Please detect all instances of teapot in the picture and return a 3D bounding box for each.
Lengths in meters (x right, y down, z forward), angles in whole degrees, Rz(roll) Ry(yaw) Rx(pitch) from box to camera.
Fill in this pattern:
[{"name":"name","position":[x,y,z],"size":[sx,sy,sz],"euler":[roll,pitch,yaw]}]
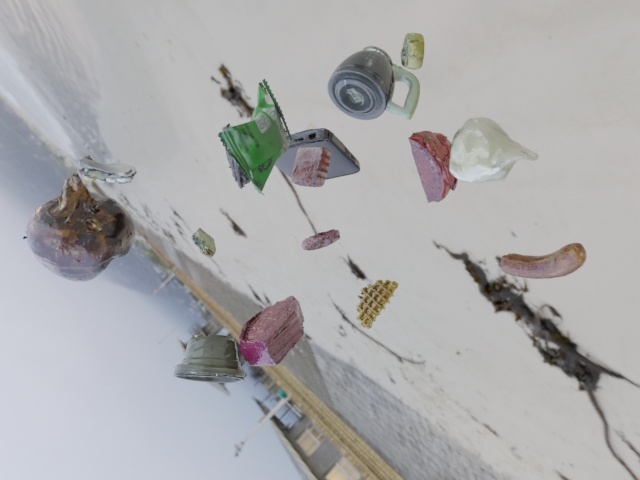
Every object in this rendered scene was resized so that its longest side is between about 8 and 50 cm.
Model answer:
[{"name":"teapot","position":[0.212,-0.612,2.013],"size":[0.322,0.239,0.239],"euler":[13,151,28]}]

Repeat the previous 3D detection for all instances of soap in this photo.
[{"name":"soap","position":[-0.148,0.295,1.761],"size":[0.182,0.289,0.112],"euler":[-5,112,36]}]

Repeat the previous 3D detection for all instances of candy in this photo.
[{"name":"candy","position":[-0.102,-0.191,0.988],"size":[0.078,0.203,0.141],"euler":[5,134,16]}]

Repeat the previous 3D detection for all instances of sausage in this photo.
[{"name":"sausage","position":[0.691,0.071,1.638],"size":[0.103,0.076,0.302],"euler":[48,155,-13]}]

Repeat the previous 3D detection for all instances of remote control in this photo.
[{"name":"remote control","position":[-0.252,-0.267,1.606],"size":[0.398,0.062,0.144],"euler":[-124,24,-65]}]

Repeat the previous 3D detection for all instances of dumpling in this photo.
[{"name":"dumpling","position":[0.511,-0.270,1.553],"size":[0.243,0.318,0.187],"euler":[6,115,39]}]

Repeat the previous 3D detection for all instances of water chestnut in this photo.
[{"name":"water chestnut","position":[-0.767,-0.050,1.714],"size":[0.335,0.335,0.346],"euler":[37,125,31]}]

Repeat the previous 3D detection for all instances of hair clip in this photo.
[{"name":"hair clip","position":[-0.568,-0.190,1.435],"size":[0.172,0.116,0.049],"euler":[11,121,8]}]

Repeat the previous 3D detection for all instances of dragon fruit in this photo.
[{"name":"dragon fruit","position":[0.508,-0.317,2.143],"size":[0.152,0.205,0.316],"euler":[19,140,54]}]

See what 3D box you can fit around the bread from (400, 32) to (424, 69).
[{"name":"bread","position":[0.309,-0.642,1.804],"size":[0.156,0.064,0.117],"euler":[-96,10,-73]}]

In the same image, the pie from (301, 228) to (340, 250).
[{"name":"pie","position":[0.000,0.000,1.871],"size":[0.154,0.155,0.036],"euler":[109,142,-76]}]

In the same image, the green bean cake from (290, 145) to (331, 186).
[{"name":"green bean cake","position":[-0.030,-0.247,1.780],"size":[0.056,0.135,0.135],"euler":[16,176,-42]}]

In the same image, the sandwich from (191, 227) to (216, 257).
[{"name":"sandwich","position":[-0.400,0.009,1.825],"size":[0.093,0.036,0.104],"euler":[40,-164,-43]}]

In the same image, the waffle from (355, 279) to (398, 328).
[{"name":"waffle","position":[0.205,0.234,1.955],"size":[0.161,0.191,0.046],"euler":[-6,155,34]}]

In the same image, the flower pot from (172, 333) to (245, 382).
[{"name":"flower pot","position":[-0.350,0.376,1.696],"size":[0.236,0.140,0.235],"euler":[0,160,0]}]

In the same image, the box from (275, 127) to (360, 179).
[{"name":"box","position":[-0.030,-0.309,1.996],"size":[0.290,0.073,0.289],"euler":[-8,155,30]}]
